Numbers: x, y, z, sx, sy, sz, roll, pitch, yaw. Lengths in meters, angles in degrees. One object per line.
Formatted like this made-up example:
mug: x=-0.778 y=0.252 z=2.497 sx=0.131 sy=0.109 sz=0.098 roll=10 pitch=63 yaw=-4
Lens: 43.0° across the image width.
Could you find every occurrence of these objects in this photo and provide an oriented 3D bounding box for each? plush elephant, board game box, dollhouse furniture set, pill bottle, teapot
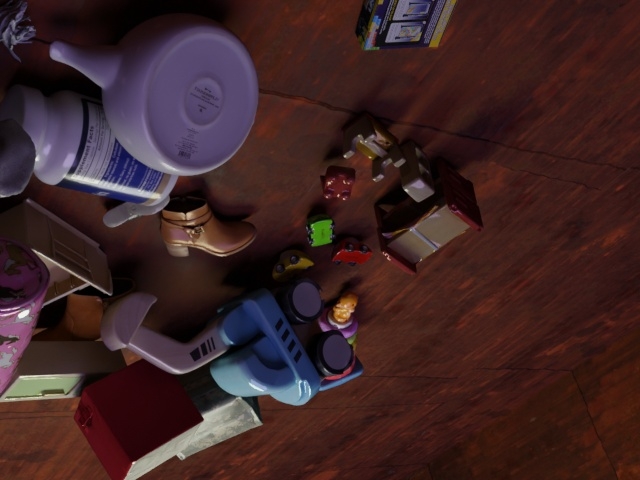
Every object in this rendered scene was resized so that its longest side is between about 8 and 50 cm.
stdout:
plush elephant: x=-0.518 y=-0.171 z=1.062 sx=0.330 sy=0.255 sz=0.271 roll=-24 pitch=138 yaw=3
board game box: x=0.144 y=-0.382 z=1.284 sx=0.141 sy=0.048 sz=0.170 roll=-8 pitch=148 yaw=-20
dollhouse furniture set: x=0.144 y=-0.109 z=1.668 sx=0.201 sy=0.152 sz=0.374 roll=-35 pitch=128 yaw=28
pill bottle: x=-0.367 y=-0.152 z=1.294 sx=0.265 sy=0.153 sz=0.153 roll=13 pitch=138 yaw=-39
teapot: x=-0.228 y=-0.225 z=1.224 sx=0.252 sy=0.187 sz=0.256 roll=-39 pitch=131 yaw=-29

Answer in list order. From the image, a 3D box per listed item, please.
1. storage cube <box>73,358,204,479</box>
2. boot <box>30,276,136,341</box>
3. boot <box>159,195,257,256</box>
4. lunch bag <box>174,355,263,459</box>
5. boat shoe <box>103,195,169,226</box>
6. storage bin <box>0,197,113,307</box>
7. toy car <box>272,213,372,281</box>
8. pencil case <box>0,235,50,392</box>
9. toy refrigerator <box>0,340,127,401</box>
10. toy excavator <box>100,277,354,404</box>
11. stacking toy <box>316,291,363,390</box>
storage cube: x=-0.403 y=0.396 z=1.789 sx=0.215 sy=0.193 sz=0.183 roll=-27 pitch=161 yaw=-37
boot: x=-0.544 y=0.169 z=1.791 sx=0.295 sy=0.104 sz=0.211 roll=-14 pitch=144 yaw=-14
boot: x=-0.224 y=-0.035 z=1.637 sx=0.197 sy=0.073 sz=0.152 roll=-13 pitch=145 yaw=-13
lunch bag: x=-0.293 y=0.359 z=2.041 sx=0.235 sy=0.287 sz=0.169 roll=-24 pitch=132 yaw=5
boat shoe: x=-0.350 y=-0.065 z=1.552 sx=0.137 sy=0.049 sz=0.043 roll=-24 pitch=-169 yaw=6
storage bin: x=-0.584 y=0.071 z=1.572 sx=0.262 sy=0.123 sz=0.260 roll=-25 pitch=148 yaw=11
toy car: x=0.000 y=0.000 z=1.822 sx=0.239 sy=0.053 sz=0.225 roll=-13 pitch=149 yaw=-8
pencil case: x=-0.597 y=0.153 z=1.430 sx=0.167 sy=0.160 sz=0.386 roll=29 pitch=136 yaw=-7
toy refrigerator: x=-0.557 y=0.281 z=1.744 sx=0.102 sy=0.094 sz=0.270 roll=-44 pitch=150 yaw=26
toy excavator: x=-0.204 y=0.232 z=1.809 sx=0.445 sy=0.432 sz=0.222 roll=-36 pitch=-170 yaw=-38
stacking toy: x=0.040 y=0.239 z=2.157 sx=0.175 sy=0.165 sz=0.301 roll=-17 pitch=142 yaw=-31
